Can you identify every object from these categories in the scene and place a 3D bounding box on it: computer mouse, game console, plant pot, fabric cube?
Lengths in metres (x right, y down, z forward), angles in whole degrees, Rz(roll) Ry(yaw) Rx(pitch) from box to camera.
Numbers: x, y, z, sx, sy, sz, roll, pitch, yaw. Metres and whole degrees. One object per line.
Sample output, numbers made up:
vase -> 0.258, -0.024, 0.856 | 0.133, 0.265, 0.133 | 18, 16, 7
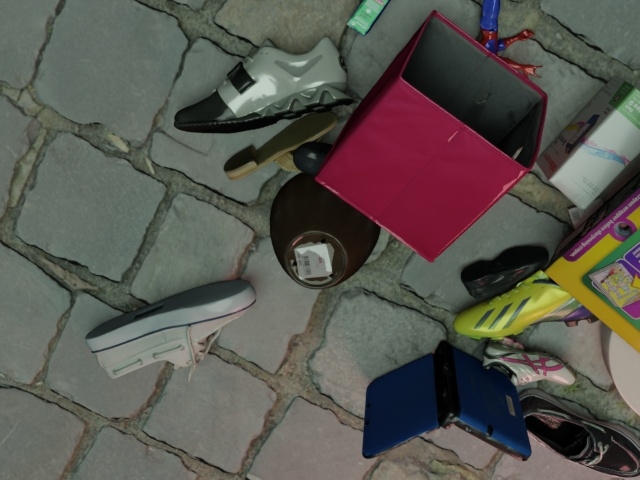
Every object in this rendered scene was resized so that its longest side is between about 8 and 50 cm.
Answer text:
computer mouse -> 0.064, -0.129, 1.719 | 0.242, 0.041, 0.071 | 8, 129, -21
game console -> 0.230, 0.329, 1.766 | 0.250, 0.293, 0.173 | 29, 109, -5
plant pot -> 0.000, 0.000, 1.711 | 0.215, 0.230, 0.215 | 1, 108, 4
fabric cube -> 0.190, -0.173, 1.588 | 0.259, 0.254, 0.258 | 35, 130, -7

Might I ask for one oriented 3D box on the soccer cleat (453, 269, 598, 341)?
soccer cleat -> 0.389, 0.112, 1.784 | 0.289, 0.093, 0.121 | -12, 111, 8

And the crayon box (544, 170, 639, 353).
crayon box -> 0.611, 0.033, 1.569 | 0.313, 0.106, 0.363 | 40, 136, 2

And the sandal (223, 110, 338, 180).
sandal -> -0.058, -0.157, 1.756 | 0.240, 0.088, 0.079 | -23, 124, 16

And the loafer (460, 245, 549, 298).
loafer -> 0.354, 0.060, 1.798 | 0.170, 0.062, 0.061 | -18, 127, 14

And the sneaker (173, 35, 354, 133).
sneaker -> -0.113, -0.280, 1.703 | 0.331, 0.122, 0.146 | -13, 88, 10

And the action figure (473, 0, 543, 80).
action figure -> 0.329, -0.382, 1.632 | 0.139, 0.091, 0.280 | 10, 108, 11

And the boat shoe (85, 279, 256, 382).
boat shoe -> -0.273, 0.197, 1.847 | 0.367, 0.136, 0.156 | -20, 105, 14

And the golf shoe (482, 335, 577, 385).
golf shoe -> 0.401, 0.248, 1.831 | 0.186, 0.067, 0.086 | 22, 76, 2

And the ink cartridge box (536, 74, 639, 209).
ink cartridge box -> 0.489, -0.172, 1.655 | 0.093, 0.154, 0.212 | 37, 107, -7

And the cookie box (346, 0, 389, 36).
cookie box -> 0.094, -0.411, 1.644 | 0.040, 0.092, 0.107 | 34, 107, -4

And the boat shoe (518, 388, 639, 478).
boat shoe -> 0.519, 0.397, 1.863 | 0.301, 0.102, 0.108 | 31, 108, -5

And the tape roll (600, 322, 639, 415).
tape roll -> 0.729, 0.182, 1.784 | 0.392, 0.072, 0.392 | 1, 109, 2

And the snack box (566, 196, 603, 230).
snack box -> 0.522, 0.009, 1.780 | 0.064, 0.022, 0.178 | -20, 105, 8
